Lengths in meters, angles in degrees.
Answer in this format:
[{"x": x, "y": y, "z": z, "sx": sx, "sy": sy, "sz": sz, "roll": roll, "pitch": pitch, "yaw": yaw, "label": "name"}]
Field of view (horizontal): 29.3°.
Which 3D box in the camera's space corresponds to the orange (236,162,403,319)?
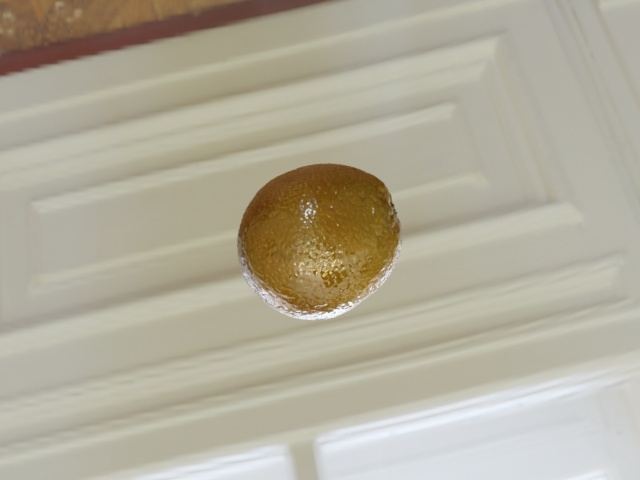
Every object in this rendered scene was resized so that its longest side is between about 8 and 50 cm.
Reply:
[{"x": 0.000, "y": 0.000, "z": 0.608, "sx": 0.085, "sy": 0.085, "sz": 0.085, "roll": -7, "pitch": 143, "yaw": -6, "label": "orange"}]
